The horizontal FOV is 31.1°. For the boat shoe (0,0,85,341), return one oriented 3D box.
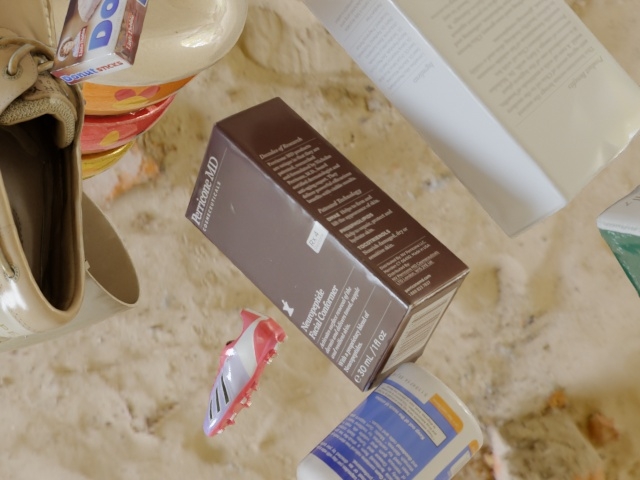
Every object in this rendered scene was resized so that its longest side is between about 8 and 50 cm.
[{"bbox_3d":[-0.222,-0.098,0.851,0.121,0.110,0.341,3,78,-54],"label":"boat shoe"}]

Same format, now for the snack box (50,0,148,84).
[{"bbox_3d":[-0.141,-0.195,0.805,0.064,0.178,0.022,-8,152,36],"label":"snack box"}]

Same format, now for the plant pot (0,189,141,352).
[{"bbox_3d":[-0.481,0.070,1.899,0.274,0.256,0.256,-32,119,9],"label":"plant pot"}]

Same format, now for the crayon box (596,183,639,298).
[{"bbox_3d":[0.272,-0.021,0.422,0.203,0.323,0.083,-36,103,-9],"label":"crayon box"}]

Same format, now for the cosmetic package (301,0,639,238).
[{"bbox_3d":[0.214,-0.256,1.564,0.230,0.161,0.453,-41,90,-28],"label":"cosmetic package"}]

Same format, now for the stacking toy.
[{"bbox_3d":[-0.311,-0.190,1.429,0.350,0.351,0.480,9,141,-17],"label":"stacking toy"}]

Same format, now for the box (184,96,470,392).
[{"bbox_3d":[0.000,0.000,1.574,0.143,0.381,0.191,-27,151,-40],"label":"box"}]

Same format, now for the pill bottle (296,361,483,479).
[{"bbox_3d":[0.066,0.298,1.473,0.272,0.152,0.152,-41,120,-15],"label":"pill bottle"}]

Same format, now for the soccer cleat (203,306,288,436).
[{"bbox_3d":[-0.148,0.232,2.004,0.095,0.083,0.248,36,110,12],"label":"soccer cleat"}]

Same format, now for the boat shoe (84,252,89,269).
[{"bbox_3d":[-0.445,0.042,1.719,0.206,0.075,0.065,-16,104,17],"label":"boat shoe"}]
